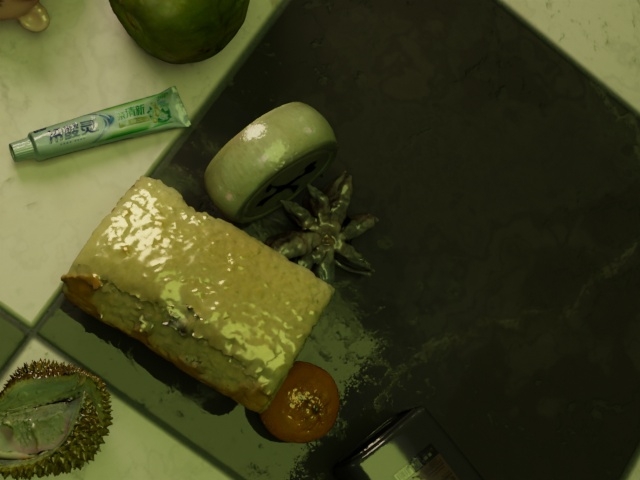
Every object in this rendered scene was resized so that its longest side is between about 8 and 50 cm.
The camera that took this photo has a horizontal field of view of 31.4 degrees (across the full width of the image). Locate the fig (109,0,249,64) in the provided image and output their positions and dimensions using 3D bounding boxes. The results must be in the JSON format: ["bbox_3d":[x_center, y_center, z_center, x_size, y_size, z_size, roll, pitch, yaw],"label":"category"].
[{"bbox_3d":[-0.190,-0.410,1.862,0.314,0.233,0.233,-14,85,-23],"label":"fig"}]

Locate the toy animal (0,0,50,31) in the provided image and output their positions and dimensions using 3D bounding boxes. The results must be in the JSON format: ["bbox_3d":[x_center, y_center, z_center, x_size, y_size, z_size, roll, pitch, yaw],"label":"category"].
[{"bbox_3d":[-0.549,-0.470,1.749,0.345,0.277,0.246,31,92,-10],"label":"toy animal"}]

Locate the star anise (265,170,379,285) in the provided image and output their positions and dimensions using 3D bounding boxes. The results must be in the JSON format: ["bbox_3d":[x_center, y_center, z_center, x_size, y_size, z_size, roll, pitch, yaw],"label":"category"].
[{"bbox_3d":[0.000,0.000,1.903,0.236,0.093,0.229,-5,94,-37],"label":"star anise"}]

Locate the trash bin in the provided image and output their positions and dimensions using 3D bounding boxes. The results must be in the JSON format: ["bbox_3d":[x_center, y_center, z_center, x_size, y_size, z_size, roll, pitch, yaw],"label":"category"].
[{"bbox_3d":[0.173,0.434,1.855,0.209,0.182,0.290,-35,86,-18],"label":"trash bin"}]

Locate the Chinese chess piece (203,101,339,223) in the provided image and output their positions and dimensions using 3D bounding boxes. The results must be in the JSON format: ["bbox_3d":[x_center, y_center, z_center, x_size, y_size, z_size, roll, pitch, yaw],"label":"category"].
[{"bbox_3d":[-0.076,-0.125,1.841,0.238,0.238,0.092,-34,77,-19],"label":"Chinese chess piece"}]

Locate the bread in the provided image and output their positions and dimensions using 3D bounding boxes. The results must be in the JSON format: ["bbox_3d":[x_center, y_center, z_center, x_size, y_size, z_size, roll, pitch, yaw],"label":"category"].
[{"bbox_3d":[-0.192,0.086,1.771,0.375,0.165,0.236,32,64,5],"label":"bread"}]

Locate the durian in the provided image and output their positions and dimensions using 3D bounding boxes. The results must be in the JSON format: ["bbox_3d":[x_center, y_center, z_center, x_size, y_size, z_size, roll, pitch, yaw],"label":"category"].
[{"bbox_3d":[-0.419,0.277,1.727,0.237,0.138,0.193,10,73,27],"label":"durian"}]

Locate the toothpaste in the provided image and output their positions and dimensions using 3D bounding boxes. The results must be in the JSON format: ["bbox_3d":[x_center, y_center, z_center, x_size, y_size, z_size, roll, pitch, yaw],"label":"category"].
[{"bbox_3d":[-0.360,-0.183,1.864,0.297,0.048,0.074,-19,84,-23],"label":"toothpaste"}]

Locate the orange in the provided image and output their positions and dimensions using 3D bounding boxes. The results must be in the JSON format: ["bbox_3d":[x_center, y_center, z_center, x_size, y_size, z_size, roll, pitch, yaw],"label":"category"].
[{"bbox_3d":[-0.033,0.262,1.849,0.136,0.117,0.135,7,70,-20],"label":"orange"}]
